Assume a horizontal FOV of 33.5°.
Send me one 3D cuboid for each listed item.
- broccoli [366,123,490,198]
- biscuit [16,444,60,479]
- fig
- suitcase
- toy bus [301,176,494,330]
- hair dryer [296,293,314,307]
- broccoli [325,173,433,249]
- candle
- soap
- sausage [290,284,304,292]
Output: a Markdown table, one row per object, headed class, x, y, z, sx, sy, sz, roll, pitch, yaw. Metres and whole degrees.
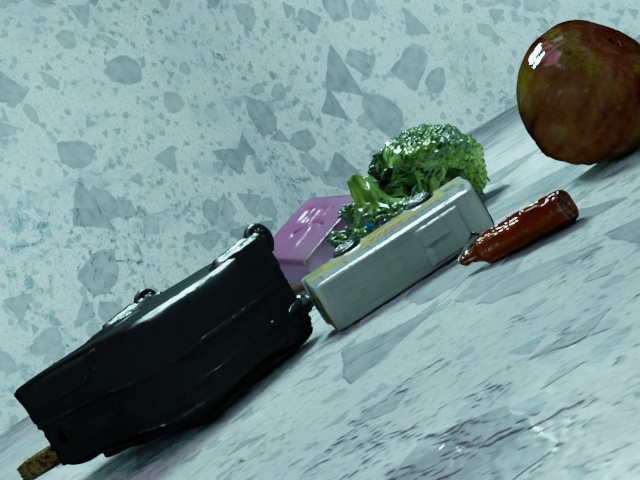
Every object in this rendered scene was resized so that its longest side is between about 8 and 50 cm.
| class | x | y | z | sx | sy | sz | roll | pitch | yaw |
| --- | --- | --- | --- | --- | --- | --- | --- | --- | --- |
| broccoli | 0.178 | -0.106 | 1.815 | 0.226 | 0.198 | 0.176 | -60 | 28 | 24 |
| biscuit | -0.435 | 0.353 | 1.838 | 0.199 | 0.034 | 0.064 | -32 | 3 | 13 |
| fig | 0.347 | -0.180 | 1.382 | 0.205 | 0.205 | 0.205 | -32 | 4 | 2 |
| suitcase | -0.215 | 0.156 | 1.443 | 0.345 | 0.188 | 0.339 | -26 | 5 | 42 |
| toy bus | 0.107 | 0.016 | 1.417 | 0.268 | 0.092 | 0.106 | -32 | 13 | -6 |
| hair dryer | -0.114 | 0.139 | 1.769 | 0.248 | 0.114 | 0.070 | -13 | 11 | -1 |
| broccoli | 0.094 | -0.036 | 1.675 | 0.154 | 0.160 | 0.167 | 0 | -30 | -38 |
| candle | 0.212 | -0.011 | 1.185 | 0.053 | 0.048 | 0.162 | 8 | -30 | -46 |
| soap | -0.001 | -0.001 | 1.993 | 0.181 | 0.081 | 0.259 | -48 | 19 | -15 |
| sausage | -0.025 | 0.073 | 2.094 | 0.043 | 0.043 | 0.186 | -34 | 4 | -33 |
